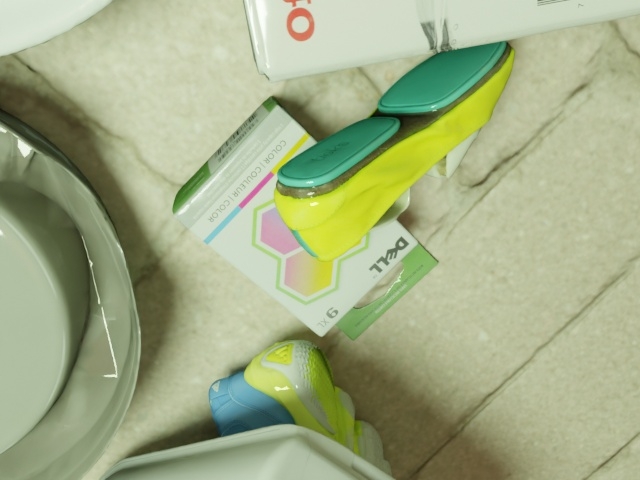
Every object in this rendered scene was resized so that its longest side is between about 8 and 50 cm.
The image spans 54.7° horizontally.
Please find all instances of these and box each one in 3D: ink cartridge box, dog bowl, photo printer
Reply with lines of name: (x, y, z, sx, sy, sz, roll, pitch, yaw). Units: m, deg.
ink cartridge box: (0.074, -0.226, 0.389, 0.273, 0.115, 0.198, -11, 111, -5)
ink cartridge box: (0.000, 0.000, 0.489, 0.109, 0.062, 0.209, -45, 112, 7)
dog bowl: (-0.300, 0.047, 0.434, 0.348, 0.102, 0.349, -3, 111, -9)
photo printer: (-0.043, 0.257, 0.487, 0.256, 0.107, 0.307, 41, 137, -23)

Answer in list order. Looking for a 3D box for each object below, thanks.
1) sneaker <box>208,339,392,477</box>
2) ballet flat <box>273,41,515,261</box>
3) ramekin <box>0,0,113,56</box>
sneaker: (-0.018, 0.193, 0.559, 0.126, 0.091, 0.240, -17, 114, 17)
ballet flat: (0.061, -0.066, 0.438, 0.231, 0.077, 0.077, -40, 125, -28)
ramekin: (-0.202, -0.233, 0.273, 0.277, 0.135, 0.277, -22, 144, -17)
